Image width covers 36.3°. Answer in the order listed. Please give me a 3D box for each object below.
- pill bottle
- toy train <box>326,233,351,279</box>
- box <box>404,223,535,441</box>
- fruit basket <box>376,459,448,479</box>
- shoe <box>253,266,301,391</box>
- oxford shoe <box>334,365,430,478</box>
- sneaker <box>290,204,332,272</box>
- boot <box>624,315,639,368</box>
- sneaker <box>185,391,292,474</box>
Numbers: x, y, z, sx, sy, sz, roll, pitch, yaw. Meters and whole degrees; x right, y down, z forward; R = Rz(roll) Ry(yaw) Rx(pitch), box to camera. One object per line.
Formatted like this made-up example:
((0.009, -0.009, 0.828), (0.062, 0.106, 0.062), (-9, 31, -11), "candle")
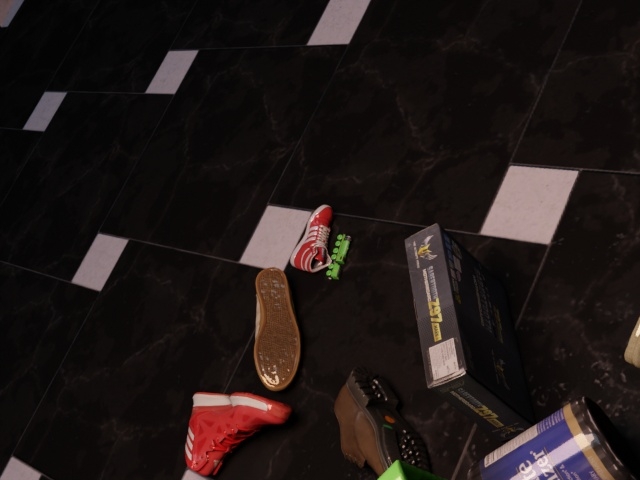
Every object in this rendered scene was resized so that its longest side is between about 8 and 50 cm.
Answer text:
((0.248, 0.286, 1.125), (0.219, 0.123, 0.123), (-37, 42, 16), "pill bottle")
((0.031, 0.026, 1.598), (0.023, 0.017, 0.083), (2, 62, 32), "toy train")
((0.192, 0.118, 1.255), (0.059, 0.183, 0.233), (-27, 45, 25), "box")
((0.185, 0.327, 0.884), (0.392, 0.392, 0.283), (-36, 66, 17), "fruit basket")
((-0.068, 0.148, 1.577), (0.076, 0.058, 0.219), (-5, 56, 3), "shoe")
((0.081, 0.285, 1.328), (0.096, 0.082, 0.227), (-55, 36, 24), "oxford shoe")
((0.000, 0.000, 1.626), (0.067, 0.042, 0.118), (24, 86, 53), "sneaker")
((0.463, 0.088, 1.113), (0.213, 0.077, 0.165), (-54, 38, 1), "boot")
((-0.131, 0.305, 1.506), (0.221, 0.087, 0.128), (-11, 62, 52), "sneaker")
